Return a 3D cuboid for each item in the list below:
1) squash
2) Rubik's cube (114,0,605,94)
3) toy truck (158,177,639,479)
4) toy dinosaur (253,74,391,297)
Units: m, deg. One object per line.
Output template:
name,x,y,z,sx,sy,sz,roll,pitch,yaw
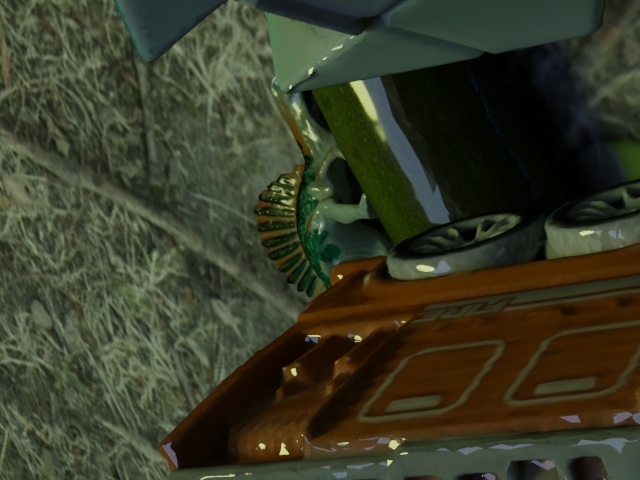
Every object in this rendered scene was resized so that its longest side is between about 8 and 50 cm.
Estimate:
squash,0.045,-0.066,0.711,0.087,0.087,0.331,-28,88,52
Rubik's cube,0.010,-0.193,0.569,0.224,0.265,0.212,77,-176,-67
toy truck,0.148,0.077,0.519,0.388,0.207,0.173,-11,102,34
toy dinosaur,0.003,0.000,0.818,0.106,0.044,0.187,18,120,42
